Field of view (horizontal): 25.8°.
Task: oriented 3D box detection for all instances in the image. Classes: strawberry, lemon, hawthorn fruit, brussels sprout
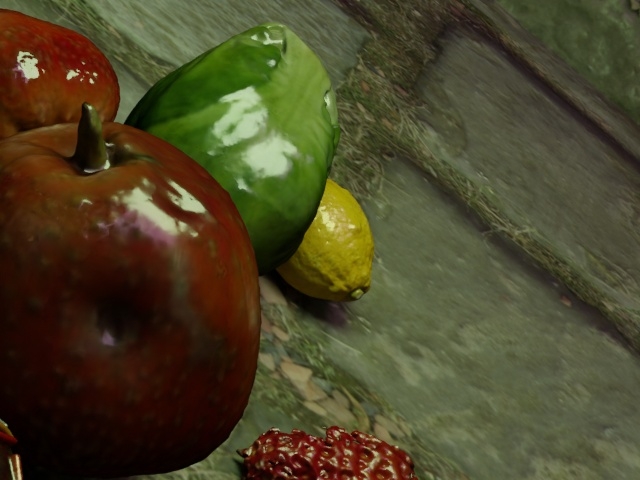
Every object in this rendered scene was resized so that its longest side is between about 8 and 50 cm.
[{"bbox_3d":[0.021,0.222,1.242,0.188,0.082,0.121,31,33,-26],"label":"strawberry"},{"bbox_3d":[0.000,0.000,1.481,0.114,0.114,0.155,-11,63,-56],"label":"lemon"},{"bbox_3d":[-0.298,-0.111,1.202,0.243,0.207,0.207,29,18,34],"label":"hawthorn fruit"},{"bbox_3d":[-0.084,-0.086,1.363,0.210,0.219,0.271,35,66,-2],"label":"brussels sprout"},{"bbox_3d":[-0.171,0.036,1.028,0.275,0.299,0.275,5,26,-3],"label":"hawthorn fruit"}]

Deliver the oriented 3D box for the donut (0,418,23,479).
[{"bbox_3d":[-0.304,0.148,0.837,0.270,0.103,0.269,14,25,-6],"label":"donut"}]
